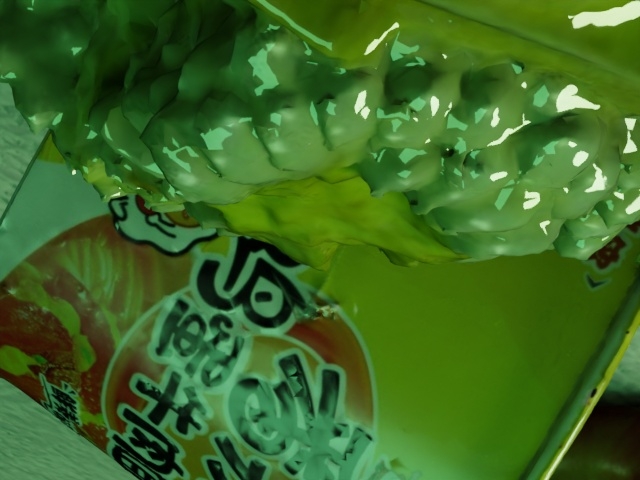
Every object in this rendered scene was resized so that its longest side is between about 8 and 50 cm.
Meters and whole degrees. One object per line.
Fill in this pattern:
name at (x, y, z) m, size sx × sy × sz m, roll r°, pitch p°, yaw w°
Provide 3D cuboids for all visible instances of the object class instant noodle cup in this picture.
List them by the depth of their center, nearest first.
instant noodle cup at (0.000, 0.000, 0.706) m, size 0.200 × 0.264 × 0.264 m, roll 32°, pitch 152°, yaw -2°

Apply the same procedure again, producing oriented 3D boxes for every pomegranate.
pomegranate at (0.032, -0.109, 0.443) m, size 0.260 × 0.260 × 0.340 m, roll 33°, pitch 174°, yaw -22°

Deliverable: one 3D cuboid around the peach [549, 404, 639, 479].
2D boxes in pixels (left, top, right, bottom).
peach at (0.202, 0.226, 1.033) m, size 0.274 × 0.245 × 0.248 m, roll 26°, pitch -179°, yaw -33°
